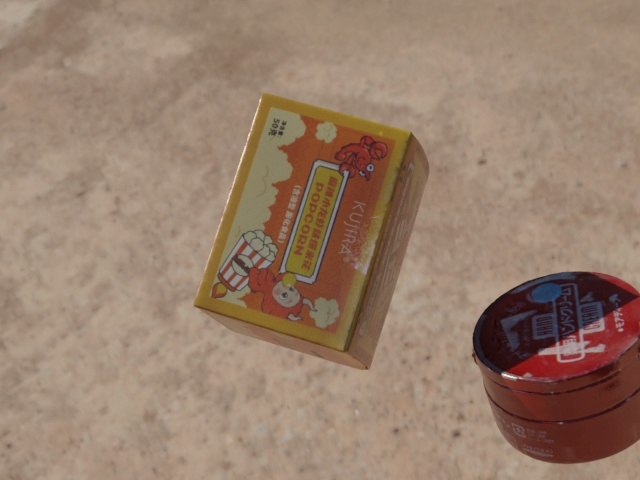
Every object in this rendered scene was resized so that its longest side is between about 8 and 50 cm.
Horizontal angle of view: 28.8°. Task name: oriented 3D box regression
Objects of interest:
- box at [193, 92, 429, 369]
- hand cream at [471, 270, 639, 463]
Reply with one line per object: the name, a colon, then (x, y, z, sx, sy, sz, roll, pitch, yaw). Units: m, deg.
box: (0.000, 0.000, 1.598, 0.214, 0.259, 0.283, 15, 82, 9)
hand cream: (0.310, 0.158, 1.558, 0.230, 0.149, 0.230, -13, 30, 7)
